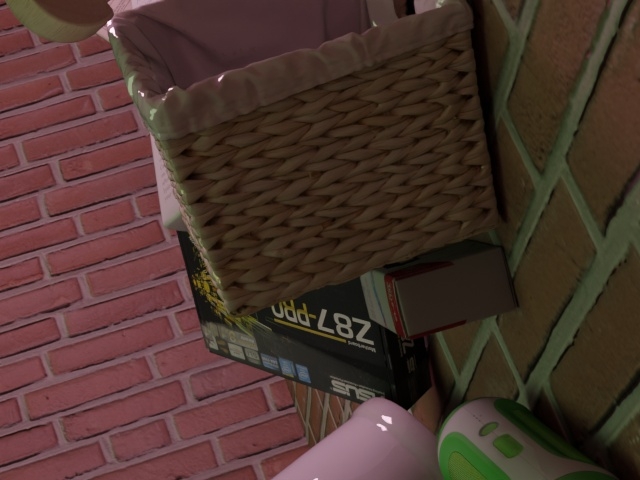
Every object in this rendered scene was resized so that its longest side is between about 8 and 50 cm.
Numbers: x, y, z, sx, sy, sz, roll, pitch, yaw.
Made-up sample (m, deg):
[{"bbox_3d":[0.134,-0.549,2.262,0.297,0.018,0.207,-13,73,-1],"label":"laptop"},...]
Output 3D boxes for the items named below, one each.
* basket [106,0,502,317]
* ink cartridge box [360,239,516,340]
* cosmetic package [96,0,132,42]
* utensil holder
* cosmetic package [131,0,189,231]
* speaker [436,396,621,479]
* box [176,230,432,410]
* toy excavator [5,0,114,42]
[{"bbox_3d":[-0.023,-0.130,1.379,0.328,0.331,0.266,-124,17,-61],"label":"basket"},{"bbox_3d":[0.125,0.050,1.453,0.175,0.127,0.072,-160,55,-78],"label":"ink cartridge box"},{"bbox_3d":[-0.335,-0.432,2.668,0.309,0.160,0.113,34,-179,-15],"label":"cosmetic package"},{"bbox_3d":[0.019,0.455,1.764,0.327,0.385,0.327,47,161,22],"label":"utensil holder"},{"bbox_3d":[-0.123,-0.256,1.759,0.230,0.162,0.453,-34,59,46],"label":"cosmetic package"},{"bbox_3d":[0.213,0.250,1.318,0.296,0.131,0.131,-145,38,-75],"label":"speaker"},{"bbox_3d":[-0.036,0.061,1.919,0.395,0.097,0.318,15,130,37],"label":"box"},{"bbox_3d":[-0.188,-0.478,1.428,0.222,0.433,0.445,-15,96,64],"label":"toy excavator"}]
